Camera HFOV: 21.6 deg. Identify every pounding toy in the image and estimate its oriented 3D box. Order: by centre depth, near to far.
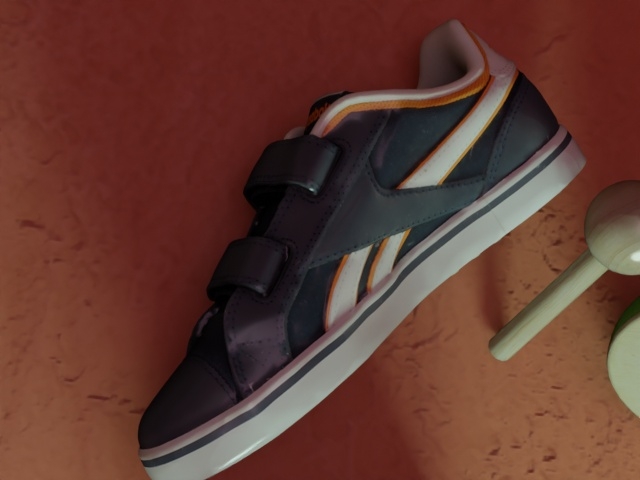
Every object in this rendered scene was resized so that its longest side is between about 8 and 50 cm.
[{"bbox_3d":[0.245,0.033,0.994,0.237,0.183,0.110,23,56,-7],"label":"pounding toy"}]

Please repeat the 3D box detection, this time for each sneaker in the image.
[{"bbox_3d":[0.000,0.000,0.946,0.321,0.126,0.127,-41,100,-23],"label":"sneaker"}]
